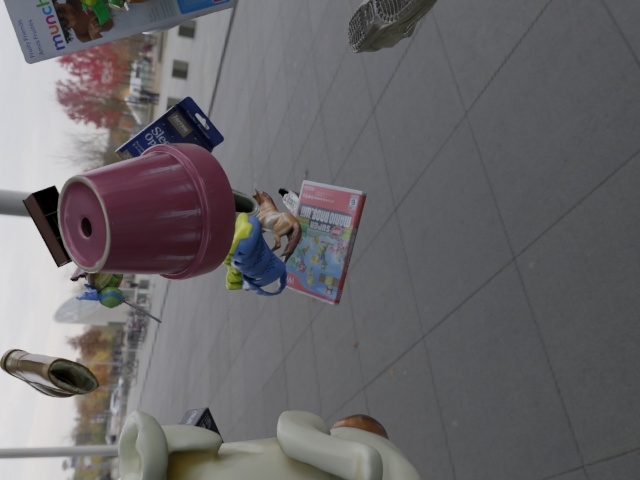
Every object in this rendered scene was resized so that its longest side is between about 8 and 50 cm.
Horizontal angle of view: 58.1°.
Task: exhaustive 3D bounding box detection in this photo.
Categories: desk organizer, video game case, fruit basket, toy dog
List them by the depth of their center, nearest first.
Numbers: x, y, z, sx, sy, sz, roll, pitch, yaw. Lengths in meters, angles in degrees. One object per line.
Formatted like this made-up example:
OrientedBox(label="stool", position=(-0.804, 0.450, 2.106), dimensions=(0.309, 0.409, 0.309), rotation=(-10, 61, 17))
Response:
OrientedBox(label="toy dog", position=(-0.045, 0.369, 0.740), dimensions=(0.395, 0.408, 0.284), rotation=(-49, 46, 53))
OrientedBox(label="fruit basket", position=(-0.336, -0.468, 0.850), dimensions=(0.165, 0.353, 0.327), rotation=(-108, 4, -77))
OrientedBox(label="desk organizer", position=(-0.450, -0.024, 0.985), dimensions=(0.050, 0.047, 0.130), rotation=(-17, 100, 48))
OrientedBox(label="video game case", position=(0.000, 0.000, 1.461), dimensions=(0.204, 0.025, 0.285), rotation=(16, 93, 41))

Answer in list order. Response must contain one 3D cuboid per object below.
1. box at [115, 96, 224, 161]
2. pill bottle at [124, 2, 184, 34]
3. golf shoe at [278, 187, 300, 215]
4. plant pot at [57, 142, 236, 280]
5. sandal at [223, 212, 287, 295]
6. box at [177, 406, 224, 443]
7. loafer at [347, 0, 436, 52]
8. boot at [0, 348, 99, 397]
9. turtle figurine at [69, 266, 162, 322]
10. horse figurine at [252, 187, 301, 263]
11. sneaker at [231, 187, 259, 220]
OrientedBox(label="box", position=(-0.357, -0.225, 1.370), dimensions=(0.225, 0.136, 0.036), rotation=(-34, 22, 13))
OrientedBox(label="pill bottle", position=(-0.419, -0.650, 1.362), dimensions=(0.162, 0.162, 0.278), rotation=(-110, -1, -52))
OrientedBox(label="golf shoe", position=(-0.093, -0.125, 2.007), dimensions=(0.067, 0.086, 0.186), rotation=(-59, 35, 13))
OrientedBox(label="plant pot", position=(-0.249, -0.034, 0.807), dimensions=(0.201, 0.180, 0.201), rotation=(9, 104, 38))
OrientedBox(label="sandal", position=(-0.137, 0.041, 1.279), dimensions=(0.317, 0.138, 0.126), rotation=(98, -168, -69))
OrientedBox(label="box", position=(-0.284, 0.537, 1.268), dimensions=(0.270, 0.060, 0.216), rotation=(-58, -49, -66))
OrientedBox(label="loafer", position=(0.139, -0.416, 1.027), dimensions=(0.268, 0.092, 0.101), rotation=(172, 89, -66))
OrientedBox(label="boot", position=(-0.617, 0.336, 1.387), dimensions=(0.270, 0.236, 0.089), rotation=(-3, 62, 39))
OrientedBox(label="turtle figurine", position=(-0.466, 0.059, 1.390), dimensions=(0.266, 0.275, 0.197), rotation=(61, 146, 32))
OrientedBox(label="horse figurine", position=(-0.121, -0.022, 1.451), dimensions=(0.263, 0.066, 0.174), rotation=(22, 80, 49))
OrientedBox(label="sneaker", position=(-0.295, -0.080, 1.390), dimensions=(0.169, 0.293, 0.108), rotation=(132, 138, -55))
